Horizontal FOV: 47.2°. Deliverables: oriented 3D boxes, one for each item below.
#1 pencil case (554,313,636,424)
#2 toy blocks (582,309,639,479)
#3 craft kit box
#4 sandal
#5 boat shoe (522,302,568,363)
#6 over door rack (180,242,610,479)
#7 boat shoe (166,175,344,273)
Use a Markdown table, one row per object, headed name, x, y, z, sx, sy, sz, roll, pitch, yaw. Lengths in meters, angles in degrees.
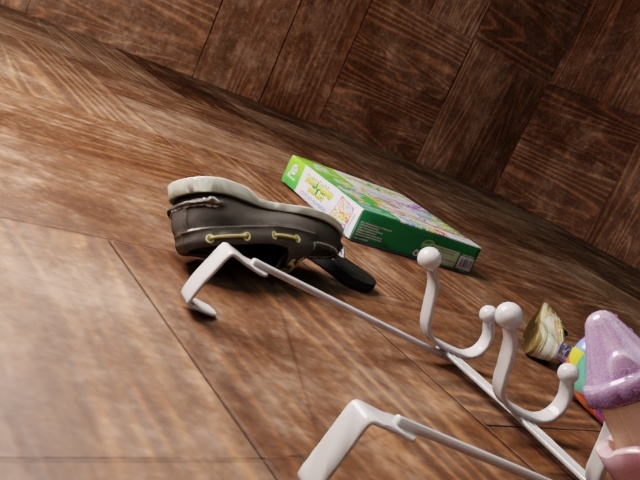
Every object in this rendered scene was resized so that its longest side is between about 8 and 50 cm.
| name | x | y | z | sx | sy | sz | roll | pitch | yaw |
| --- | --- | --- | --- | --- | --- | --- | --- | --- | --- |
| pencil case | 0.326 | 0.164 | 0.685 | 0.105 | 0.104 | 0.236 | 18 | 15 | -27 |
| toy blocks | 0.236 | 0.058 | 0.278 | 0.289 | 0.309 | 0.260 | -9 | 74 | -63 |
| craft kit box | 0.095 | -0.043 | 1.191 | 0.250 | 0.060 | 0.247 | 16 | 13 | -34 |
| sandal | 0.000 | 0.000 | 0.866 | 0.179 | 0.040 | 0.067 | 33 | 15 | 32 |
| boat shoe | 0.281 | 0.118 | 0.907 | 0.045 | 0.050 | 0.135 | 30 | 24 | 9 |
| over door rack | 0.091 | 0.086 | 0.547 | 0.324 | 0.108 | 0.239 | 16 | 15 | -33 |
| boat shoe | -0.057 | -0.001 | 0.720 | 0.081 | 0.068 | 0.228 | -15 | -20 | 37 |
